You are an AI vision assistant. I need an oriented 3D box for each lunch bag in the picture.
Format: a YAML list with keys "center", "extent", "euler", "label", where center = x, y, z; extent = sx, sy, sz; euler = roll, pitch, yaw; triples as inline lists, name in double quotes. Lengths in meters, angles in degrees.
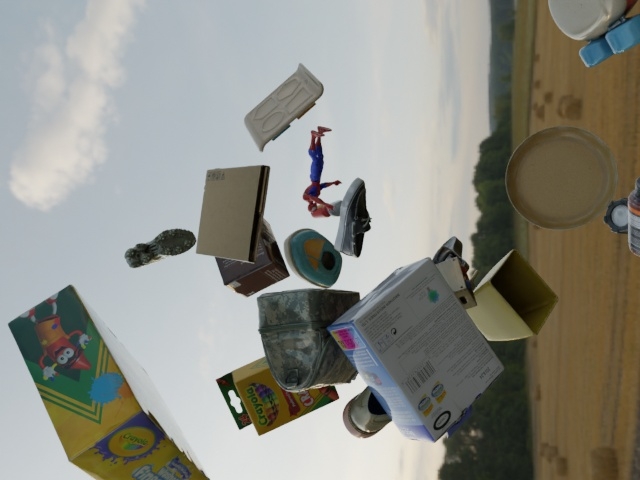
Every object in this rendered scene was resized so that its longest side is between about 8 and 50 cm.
- center: [-0.012, 0.263, 1.655]
  extent: [0.305, 0.213, 0.255]
  euler: [14, -110, -62]
  label: "lunch bag"

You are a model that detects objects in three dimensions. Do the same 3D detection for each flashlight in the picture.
- center: [0.947, -0.066, 1.801]
  extent: [0.304, 0.103, 0.103]
  euler: [2, -77, -33]
  label: "flashlight"

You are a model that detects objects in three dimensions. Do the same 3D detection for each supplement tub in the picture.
- center: [0.794, -0.060, 1.499]
  extent: [0.106, 0.106, 0.197]
  euler: [-69, -33, -50]
  label: "supplement tub"

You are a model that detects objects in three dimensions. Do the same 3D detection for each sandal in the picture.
- center: [0.406, 0.081, 2.130]
  extent: [0.167, 0.107, 0.446]
  euler: [-49, 4, 17]
  label: "sandal"

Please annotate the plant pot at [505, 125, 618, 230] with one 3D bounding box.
- center: [0.542, -0.140, 1.416]
  extent: [0.032, 0.236, 0.236]
  euler: [3, -94, -68]
  label: "plant pot"

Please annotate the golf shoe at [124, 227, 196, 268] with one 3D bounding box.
- center: [-0.395, 0.018, 1.552]
  extent: [0.086, 0.176, 0.069]
  euler: [145, 106, -78]
  label: "golf shoe"

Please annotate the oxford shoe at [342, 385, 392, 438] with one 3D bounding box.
- center: [0.232, 0.361, 1.628]
  extent: [0.397, 0.140, 0.146]
  euler: [-39, -11, -33]
  label: "oxford shoe"

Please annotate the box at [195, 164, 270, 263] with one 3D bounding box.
- center: [-0.160, -0.049, 1.109]
  extent: [0.021, 0.201, 0.164]
  euler: [9, -92, -37]
  label: "box"

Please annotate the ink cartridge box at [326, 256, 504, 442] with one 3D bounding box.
- center: [0.244, 0.282, 1.478]
  extent: [0.270, 0.151, 0.395]
  euler: [-36, -87, -26]
  label: "ink cartridge box"

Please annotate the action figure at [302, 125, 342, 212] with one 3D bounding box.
- center: [0.019, -0.202, 1.969]
  extent: [0.091, 0.139, 0.280]
  euler: [-44, -30, -55]
  label: "action figure"

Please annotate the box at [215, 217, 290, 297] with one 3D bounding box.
- center: [-0.224, 0.040, 1.942]
  extent: [0.203, 0.167, 0.168]
  euler: [66, -172, 23]
  label: "box"

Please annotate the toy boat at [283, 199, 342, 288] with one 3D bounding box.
- center: [0.000, 0.000, 2.240]
  extent: [0.267, 0.148, 0.318]
  euler: [31, -118, -38]
  label: "toy boat"

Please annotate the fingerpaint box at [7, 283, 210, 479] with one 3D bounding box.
- center: [-0.458, 0.372, 1.388]
  extent: [0.163, 0.371, 0.444]
  euler: [-34, -34, -15]
  label: "fingerpaint box"

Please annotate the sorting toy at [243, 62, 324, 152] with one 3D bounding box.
- center: [-0.087, -0.312, 1.479]
  extent: [0.038, 0.208, 0.193]
  euler: [40, -169, -34]
  label: "sorting toy"

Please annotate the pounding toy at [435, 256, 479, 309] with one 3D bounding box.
- center: [0.402, 0.123, 1.790]
  extent: [0.141, 0.100, 0.130]
  euler: [48, -154, -46]
  label: "pounding toy"

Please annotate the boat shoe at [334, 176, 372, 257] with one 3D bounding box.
- center: [0.121, -0.066, 2.053]
  extent: [0.108, 0.102, 0.301]
  euler: [-41, -30, -46]
  label: "boat shoe"

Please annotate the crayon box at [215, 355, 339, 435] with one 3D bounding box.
- center: [-0.125, 0.441, 1.858]
  extent: [0.081, 0.319, 0.202]
  euler: [-133, 20, -68]
  label: "crayon box"

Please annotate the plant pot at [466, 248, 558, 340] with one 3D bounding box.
- center: [0.573, 0.194, 1.960]
  extent: [0.212, 0.187, 0.212]
  euler: [49, -133, 2]
  label: "plant pot"

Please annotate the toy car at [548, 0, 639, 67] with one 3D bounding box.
- center: [0.543, -0.468, 1.096]
  extent: [0.219, 0.238, 0.210]
  euler: [59, -179, -3]
  label: "toy car"
